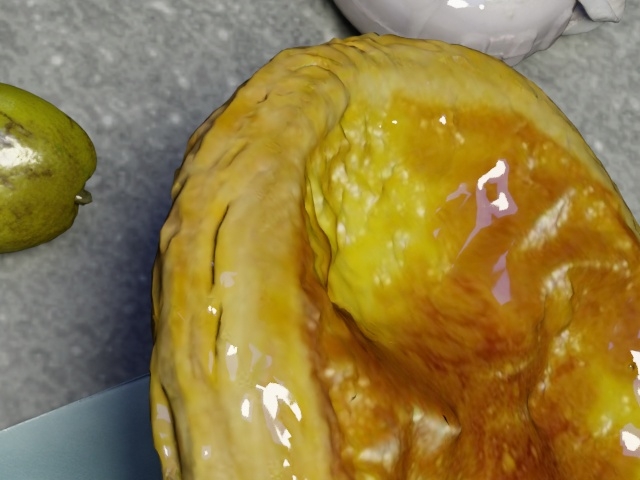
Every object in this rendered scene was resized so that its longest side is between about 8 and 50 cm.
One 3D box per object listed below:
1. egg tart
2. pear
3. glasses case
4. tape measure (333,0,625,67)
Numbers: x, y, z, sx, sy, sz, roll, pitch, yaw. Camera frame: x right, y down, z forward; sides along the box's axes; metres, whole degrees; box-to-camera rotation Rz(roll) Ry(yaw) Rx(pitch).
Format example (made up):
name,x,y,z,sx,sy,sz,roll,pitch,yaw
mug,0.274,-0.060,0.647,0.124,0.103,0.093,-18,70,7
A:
name,x,y,z,sx,sy,sz,roll,pitch,yaw
egg tart,0.054,0.104,0.993,0.443,0.178,0.443,22,57,-39
pear,-0.204,-0.044,1.084,0.131,0.107,0.107,18,68,3
glasses case,-0.142,0.151,1.067,0.266,0.056,0.105,-20,53,-19
tape measure,0.092,-0.212,1.202,0.197,0.120,0.236,-33,76,-27
